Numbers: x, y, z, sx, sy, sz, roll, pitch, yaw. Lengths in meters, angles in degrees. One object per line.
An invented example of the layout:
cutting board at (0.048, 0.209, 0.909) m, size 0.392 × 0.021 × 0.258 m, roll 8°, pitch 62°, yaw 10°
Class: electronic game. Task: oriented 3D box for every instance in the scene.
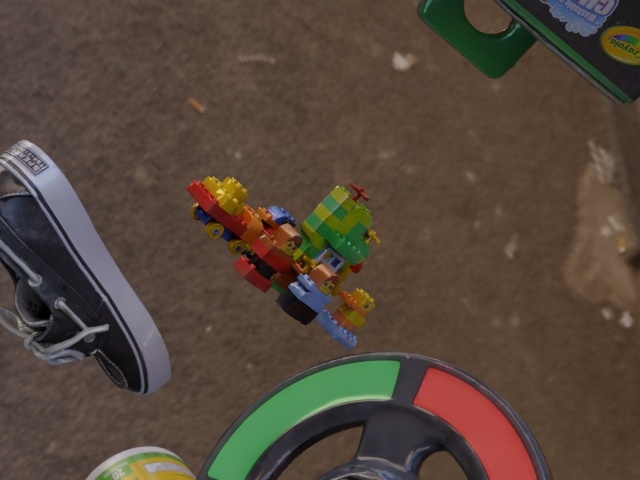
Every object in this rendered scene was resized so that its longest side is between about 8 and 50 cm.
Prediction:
electronic game at (0.023, 0.169, 0.740) m, size 0.048 × 0.229 × 0.229 m, roll 54°, pitch 25°, yaw -52°

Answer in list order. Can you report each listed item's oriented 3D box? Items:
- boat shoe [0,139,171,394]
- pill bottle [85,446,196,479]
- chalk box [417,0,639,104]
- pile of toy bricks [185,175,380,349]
boat shoe at (-0.230, 0.054, 1.157) m, size 0.105 × 0.306 × 0.113 m, roll -42°, pitch 52°, yaw -20°
pill bottle at (-0.147, 0.331, 1.316) m, size 0.136 × 0.136 × 0.246 m, roll 9°, pitch 21°, yaw -37°
chalk box at (0.194, -0.232, 0.875) m, size 0.180 × 0.289 × 0.179 m, roll 34°, pitch 32°, yaw -31°
pile of toy bricks at (0.000, 0.000, 1.013) m, size 0.118 × 0.105 × 0.212 m, roll 46°, pitch 4°, yaw 38°
